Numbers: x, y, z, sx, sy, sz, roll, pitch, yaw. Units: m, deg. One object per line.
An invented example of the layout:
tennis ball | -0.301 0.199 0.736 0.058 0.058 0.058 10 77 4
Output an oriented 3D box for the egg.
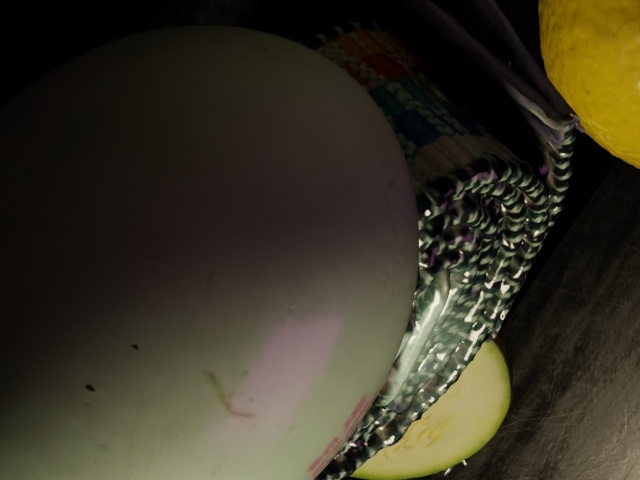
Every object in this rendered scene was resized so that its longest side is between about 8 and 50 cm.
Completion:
egg | -0.077 0.036 0.631 0.264 0.183 0.183 -47 167 -4

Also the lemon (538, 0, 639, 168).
lemon | 0.304 -0.178 1.307 0.293 0.293 0.293 -51 167 -16

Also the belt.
belt | 0.000 0.000 0.903 0.207 0.160 0.295 -24 151 -33

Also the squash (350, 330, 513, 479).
squash | 0.056 0.122 1.350 0.189 0.189 0.260 -57 172 7
